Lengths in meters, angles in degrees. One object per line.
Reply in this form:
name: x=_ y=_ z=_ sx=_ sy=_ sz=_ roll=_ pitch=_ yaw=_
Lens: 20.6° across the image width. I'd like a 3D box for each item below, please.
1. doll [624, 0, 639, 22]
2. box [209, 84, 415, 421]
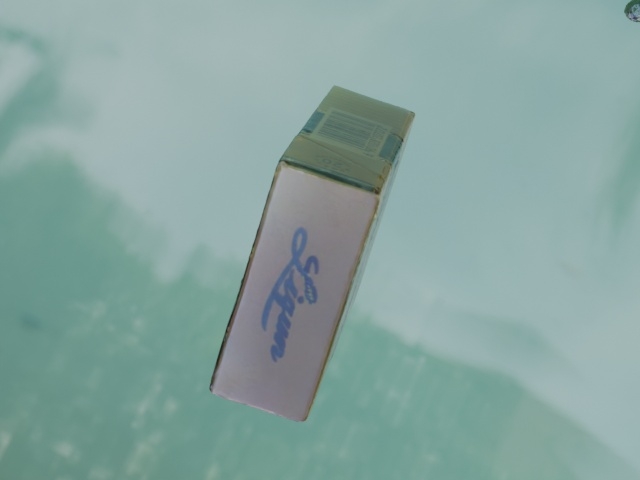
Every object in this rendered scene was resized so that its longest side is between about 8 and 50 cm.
doll: x=0.384 y=-0.265 z=1.793 sx=0.150 sy=0.078 sz=0.115 roll=-11 pitch=139 yaw=-14
box: x=0.001 y=0.000 z=1.125 sx=0.070 sy=0.152 sz=0.237 roll=19 pitch=-162 yaw=5
